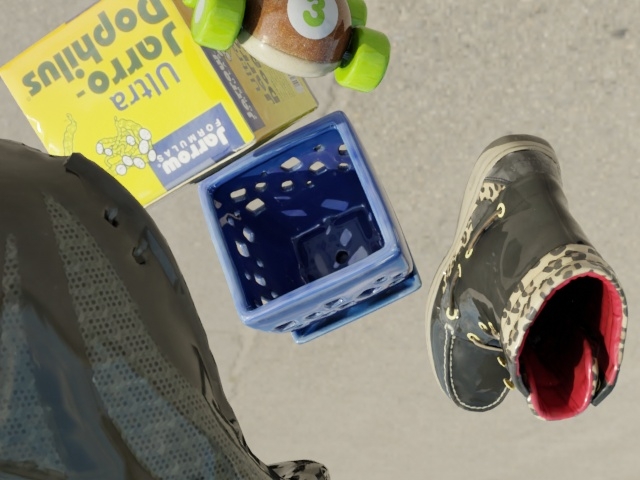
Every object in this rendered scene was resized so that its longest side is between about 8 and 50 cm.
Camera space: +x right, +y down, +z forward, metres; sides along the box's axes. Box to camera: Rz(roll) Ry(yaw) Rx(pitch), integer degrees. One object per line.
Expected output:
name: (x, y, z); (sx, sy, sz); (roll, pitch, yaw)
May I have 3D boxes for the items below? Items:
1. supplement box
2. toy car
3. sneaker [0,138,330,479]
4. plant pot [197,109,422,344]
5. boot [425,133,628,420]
supplement box: (-0.156, -0.166, 1.143); (0.194, 0.195, 0.356); (-30, -174, 14)
toy car: (-0.005, -0.237, 0.811); (0.155, 0.149, 0.188); (13, 120, -22)
sneaker: (-0.170, 0.036, 0.359); (0.185, 0.202, 0.483); (-16, 129, 37)
plant pot: (0.000, 0.000, 1.416); (0.236, 0.236, 0.212); (-26, 153, 11)
boot: (0.226, 0.102, 1.174); (0.138, 0.284, 0.377); (6, 119, -10)
